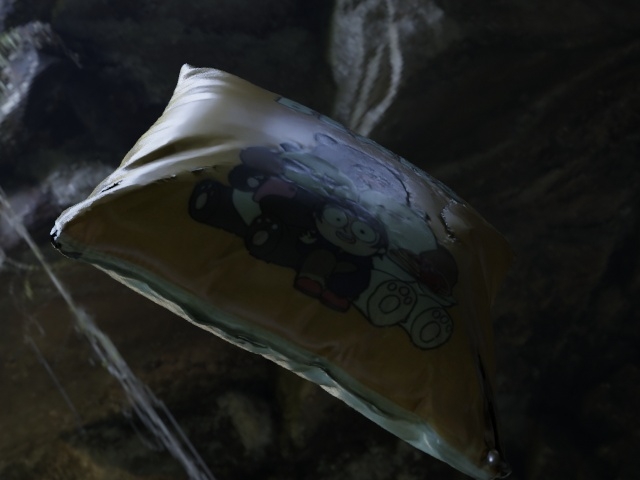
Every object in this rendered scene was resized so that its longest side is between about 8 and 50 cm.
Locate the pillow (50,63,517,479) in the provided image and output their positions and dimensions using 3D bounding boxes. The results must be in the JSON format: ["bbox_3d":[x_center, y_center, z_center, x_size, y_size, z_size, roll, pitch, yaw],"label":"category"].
[{"bbox_3d":[0.000,0.000,0.772,0.119,0.310,0.312,-62,3,26],"label":"pillow"}]
